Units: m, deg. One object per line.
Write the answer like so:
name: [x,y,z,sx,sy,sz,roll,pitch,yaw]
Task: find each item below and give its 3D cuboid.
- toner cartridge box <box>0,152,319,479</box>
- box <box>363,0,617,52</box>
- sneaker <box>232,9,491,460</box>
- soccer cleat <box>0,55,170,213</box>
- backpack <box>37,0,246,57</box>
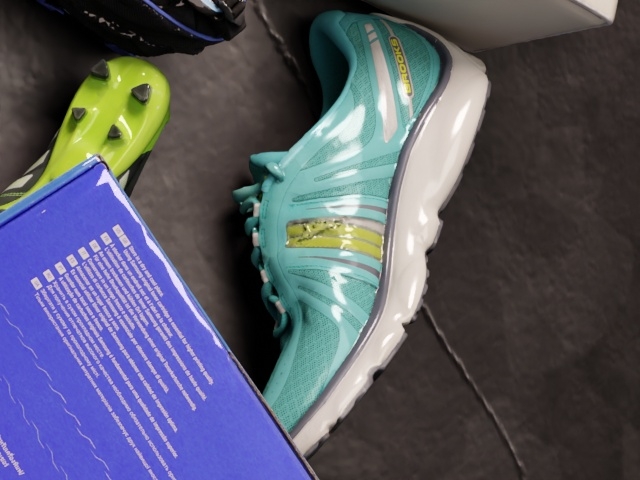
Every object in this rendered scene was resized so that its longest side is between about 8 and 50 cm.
toner cartridge box: [-0.070,0.152,0.848,0.165,0.075,0.348,-32,81,-8]
box: [0.092,-0.242,1.064,0.149,0.127,0.232,22,75,-32]
sneaker: [0.000,0.000,1.045,0.110,0.107,0.275,23,68,-12]
soccer cleat: [-0.132,-0.012,0.959,0.060,0.072,0.179,34,80,15]
backpack: [-0.109,-0.189,0.950,0.173,0.117,0.158,29,71,-31]
